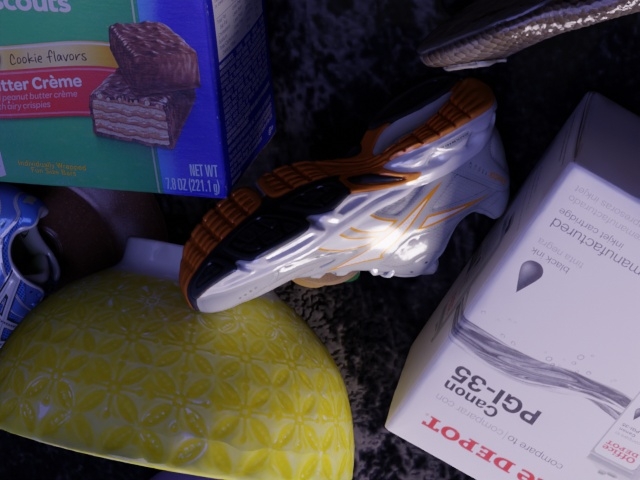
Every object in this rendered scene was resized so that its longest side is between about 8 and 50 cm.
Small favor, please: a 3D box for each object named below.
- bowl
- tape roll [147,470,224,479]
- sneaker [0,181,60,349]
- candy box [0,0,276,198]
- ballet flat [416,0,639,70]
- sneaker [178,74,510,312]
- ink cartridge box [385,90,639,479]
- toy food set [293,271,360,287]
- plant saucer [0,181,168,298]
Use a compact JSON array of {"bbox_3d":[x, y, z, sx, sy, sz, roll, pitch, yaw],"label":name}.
[{"bbox_3d":[-0.104,0.082,1.402,0.289,0.289,0.156,10,88,11],"label":"bowl"},{"bbox_3d":[-0.092,0.291,1.605,0.189,0.080,0.189,8,124,13],"label":"tape roll"},{"bbox_3d":[-0.252,0.048,1.456,0.081,0.080,0.211,9,125,15],"label":"sneaker"},{"bbox_3d":[-0.184,-0.199,1.297,0.268,0.122,0.317,4,121,16],"label":"candy box"},{"bbox_3d":[0.183,-0.158,1.239,0.250,0.084,0.058,-20,113,21],"label":"ballet flat"},{"bbox_3d":[0.028,-0.004,1.316,0.262,0.099,0.121,-29,123,-6],"label":"sneaker"},{"bbox_3d":[0.206,0.067,1.346,0.207,0.117,0.283,30,125,-3],"label":"ink cartridge box"},{"bbox_3d":[0.000,0.000,1.428,0.082,0.020,0.083,-14,116,24],"label":"toy food set"},{"bbox_3d":[-0.222,-0.003,1.487,0.198,0.036,0.199,8,123,13],"label":"plant saucer"}]
